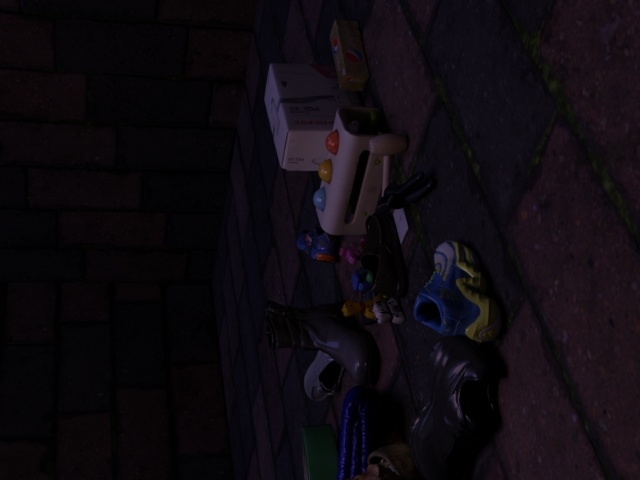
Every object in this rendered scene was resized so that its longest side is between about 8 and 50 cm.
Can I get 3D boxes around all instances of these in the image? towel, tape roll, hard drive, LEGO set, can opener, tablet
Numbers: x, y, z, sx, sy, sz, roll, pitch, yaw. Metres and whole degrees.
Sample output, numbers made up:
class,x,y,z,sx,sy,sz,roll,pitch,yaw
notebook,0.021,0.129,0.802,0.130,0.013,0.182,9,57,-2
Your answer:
class,x,y,z,sx,sy,sz,roll,pitch,yaw
towel,0.069,0.432,1.917,0.308,0.076,0.227,72,-164,-84
tape roll,0.006,0.610,2.178,0.321,0.077,0.321,174,90,-86
hard drive,0.113,0.119,2.024,0.094,0.022,0.135,141,128,-71
LEGO set,0.088,0.110,1.918,0.087,0.093,0.227,103,151,-46
can opener,0.173,-0.093,1.762,0.186,0.059,0.073,-28,35,62
tablet,0.167,-0.040,1.866,0.054,0.006,0.083,109,156,-49

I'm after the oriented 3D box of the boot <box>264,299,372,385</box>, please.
class,x,y,z,sx,sy,sz,roll,pitch,yaw
boot,-0.013,0.242,2.104,0.338,0.223,0.118,-129,43,-68

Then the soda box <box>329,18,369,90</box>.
class,x,y,z,sx,sy,sz,roll,pitch,yaw
soda box,0.068,-0.445,2.151,0.058,0.061,0.181,112,154,-55

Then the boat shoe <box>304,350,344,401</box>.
class,x,y,z,sx,sy,sz,roll,pitch,yaw
boat shoe,0.011,0.349,2.285,0.081,0.079,0.227,-99,20,-47

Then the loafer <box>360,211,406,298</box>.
class,x,y,z,sx,sy,sz,roll,pitch,yaw
loafer,0.122,0.024,1.887,0.080,0.078,0.220,106,159,-45

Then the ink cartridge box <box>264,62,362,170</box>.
class,x,y,z,sx,sy,sz,roll,pitch,yaw
ink cartridge box,-0.010,-0.299,2.155,0.283,0.207,0.117,-105,20,-45

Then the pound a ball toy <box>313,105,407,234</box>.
class,x,y,z,sx,sy,sz,roll,pitch,yaw
pound a ball toy,0.072,-0.147,1.978,0.208,0.136,0.319,-106,21,-47

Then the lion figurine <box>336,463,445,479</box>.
class,x,y,z,sx,sy,sz,roll,pitch,yaw
lion figurine,0.153,0.458,1.445,0.392,0.142,0.240,-27,30,50

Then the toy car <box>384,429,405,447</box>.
class,x,y,z,sx,sy,sz,roll,pitch,yaw
toy car,0.142,0.445,1.864,0.060,0.040,0.122,-104,21,-43

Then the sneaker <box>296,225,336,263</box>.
class,x,y,z,sx,sy,sz,roll,pitch,yaw
sneaker,0.000,0.000,2.386,0.221,0.083,0.087,31,106,67

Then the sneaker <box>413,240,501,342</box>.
class,x,y,z,sx,sy,sz,roll,pitch,yaw
sneaker,0.205,0.075,1.481,0.240,0.126,0.091,-114,29,-57

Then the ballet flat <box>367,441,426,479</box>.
class,x,y,z,sx,sy,sz,roll,pitch,yaw
ballet flat,0.162,0.516,1.641,0.348,0.123,0.123,-109,24,-51

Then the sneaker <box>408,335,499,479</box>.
class,x,y,z,sx,sy,sz,roll,pitch,yaw
sneaker,0.223,0.297,1.462,0.130,0.109,0.286,-136,45,-59
